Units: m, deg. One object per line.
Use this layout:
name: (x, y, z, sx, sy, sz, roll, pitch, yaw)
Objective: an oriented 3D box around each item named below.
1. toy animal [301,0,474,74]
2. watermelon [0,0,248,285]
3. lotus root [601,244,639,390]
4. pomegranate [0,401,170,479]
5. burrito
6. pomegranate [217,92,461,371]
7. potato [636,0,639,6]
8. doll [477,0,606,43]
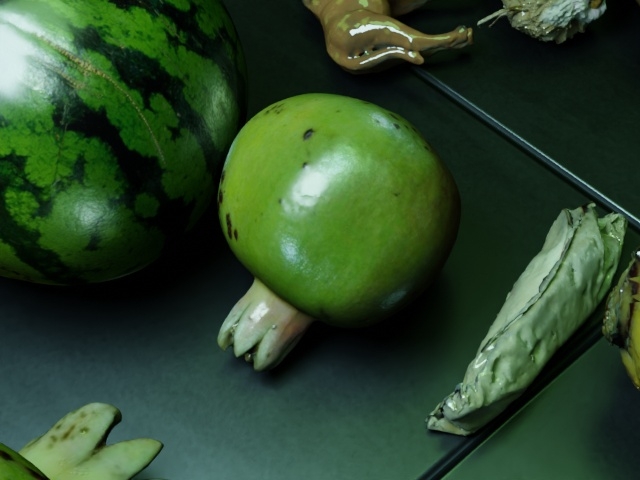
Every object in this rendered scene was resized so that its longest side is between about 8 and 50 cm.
toy animal: (0.024, -0.232, 1.145, 0.229, 0.066, 0.224, 0, 52, 10)
watermelon: (-0.196, -0.105, 0.933, 0.285, 0.285, 0.285, -2, 52, 2)
lotus root: (0.380, 0.060, 0.802, 0.397, 0.179, 0.196, 8, 10, 9)
pomegranate: (-0.205, 0.188, 0.721, 0.306, 0.242, 0.242, -34, 57, -27)
burrito: (0.155, 0.050, 0.915, 0.058, 0.063, 0.229, 12, 49, 48)
pomegranate: (0.000, 0.000, 0.910, 0.180, 0.180, 0.210, 35, 89, 27)
potato: (0.478, -0.333, 1.010, 0.442, 0.319, 0.385, 9, 51, -3)
doll: (0.198, -0.271, 1.136, 0.115, 0.105, 0.221, -1, 53, 12)
